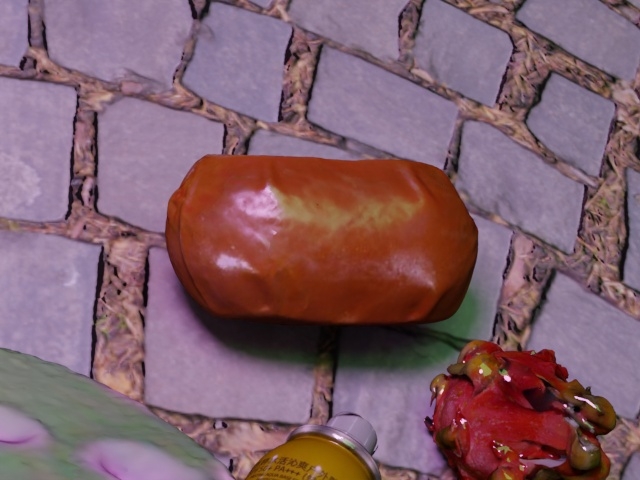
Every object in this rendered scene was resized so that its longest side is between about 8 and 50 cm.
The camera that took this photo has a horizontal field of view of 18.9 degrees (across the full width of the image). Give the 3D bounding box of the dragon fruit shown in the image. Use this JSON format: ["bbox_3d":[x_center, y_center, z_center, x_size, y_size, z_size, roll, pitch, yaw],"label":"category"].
[{"bbox_3d":[0.169,0.154,1.562,0.133,0.207,0.150,-25,108,-20],"label":"dragon fruit"}]

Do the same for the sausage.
[{"bbox_3d":[0.000,0.001,1.600,0.268,0.153,0.141,4,85,-18],"label":"sausage"}]

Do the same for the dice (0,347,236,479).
[{"bbox_3d":[-0.227,0.250,1.143,0.330,0.318,0.322,4,19,-45],"label":"dice"}]

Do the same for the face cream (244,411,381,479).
[{"bbox_3d":[-0.050,0.258,1.416,0.105,0.105,0.349,31,50,5],"label":"face cream"}]
